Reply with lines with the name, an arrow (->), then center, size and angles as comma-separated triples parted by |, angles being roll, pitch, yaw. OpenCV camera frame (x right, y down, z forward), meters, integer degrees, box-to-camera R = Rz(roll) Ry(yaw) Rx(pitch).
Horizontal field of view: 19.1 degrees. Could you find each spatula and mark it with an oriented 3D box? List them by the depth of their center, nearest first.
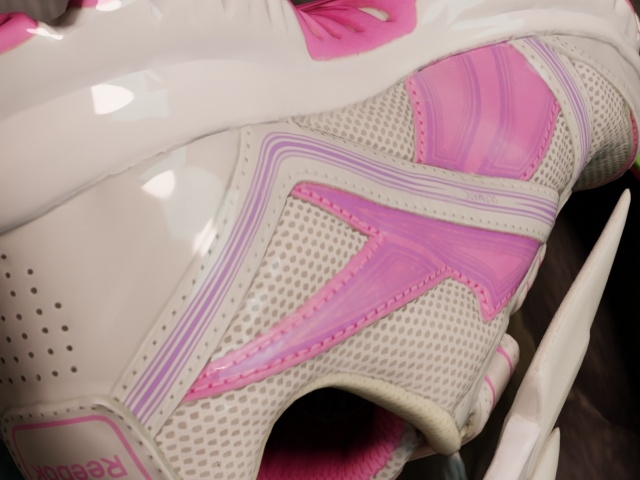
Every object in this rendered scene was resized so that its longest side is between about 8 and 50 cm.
spatula -> 0.022, 0.114, 0.417 | 0.242, 0.019, 0.168 | -54, 162, -52

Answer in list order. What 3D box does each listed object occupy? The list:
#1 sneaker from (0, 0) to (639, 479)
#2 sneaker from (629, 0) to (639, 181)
sneaker -> 0.000, 0.000, 0.434 | 0.252, 0.103, 0.111 | -14, 93, -52
sneaker -> 0.214, -0.038, 0.599 | 0.185, 0.202, 0.483 | 27, 29, -56
